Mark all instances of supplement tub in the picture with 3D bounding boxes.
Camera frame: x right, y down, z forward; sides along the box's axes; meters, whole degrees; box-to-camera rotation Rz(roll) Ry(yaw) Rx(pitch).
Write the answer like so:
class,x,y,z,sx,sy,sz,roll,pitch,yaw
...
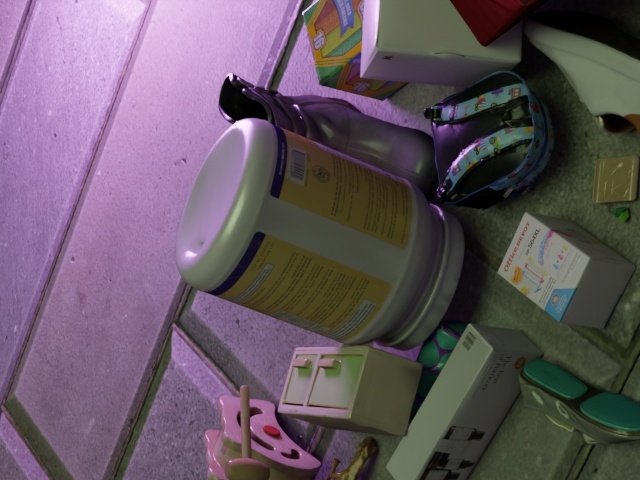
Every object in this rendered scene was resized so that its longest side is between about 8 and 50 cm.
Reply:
class,x,y,z,sx,sy,sz,roll,pitch,yaw
supplement tub,0.000,0.000,1.924,0.241,0.331,0.241,-50,28,39

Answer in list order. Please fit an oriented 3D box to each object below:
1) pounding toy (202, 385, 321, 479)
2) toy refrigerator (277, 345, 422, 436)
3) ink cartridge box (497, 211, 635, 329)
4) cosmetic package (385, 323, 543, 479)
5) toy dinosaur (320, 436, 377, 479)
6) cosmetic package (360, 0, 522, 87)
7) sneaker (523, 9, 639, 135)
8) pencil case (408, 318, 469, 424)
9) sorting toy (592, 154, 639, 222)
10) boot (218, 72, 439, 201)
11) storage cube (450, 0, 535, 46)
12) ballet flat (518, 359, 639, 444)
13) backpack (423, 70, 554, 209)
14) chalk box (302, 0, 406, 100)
class,x,y,z,sx,sy,sz,roll,pitch,yaw
pounding toy,-0.074,0.296,2.136,0.269,0.154,0.155,-113,44,-70
toy refrigerator,0.033,0.206,1.998,0.269,0.094,0.102,-11,61,68
ink cartridge box,0.297,0.032,1.786,0.143,0.090,0.092,41,114,46
cosmetic package,0.187,0.224,1.877,0.060,0.099,0.239,48,119,42
toy dinosaur,0.028,0.384,2.066,0.112,0.064,0.211,8,89,50
cosmetic package,0.164,-0.398,1.912,0.155,0.197,0.366,135,141,-79
sneaker,0.335,-0.202,1.777,0.290,0.106,0.123,-133,40,-56
pencil case,0.157,0.180,1.947,0.152,0.064,0.070,-69,22,15
sorting toy,0.366,-0.062,1.782,0.062,0.012,0.083,-2,78,46
boot,0.004,-0.143,2.072,0.338,0.222,0.118,26,103,50
storage cube,0.233,-0.377,1.741,0.184,0.215,0.193,52,170,1
ballet flat,0.324,0.210,1.751,0.213,0.072,0.068,28,132,50
backpack,0.234,-0.134,1.874,0.173,0.117,0.158,-28,61,45
chalk box,0.097,-0.316,2.065,0.213,0.132,0.132,-37,56,41
